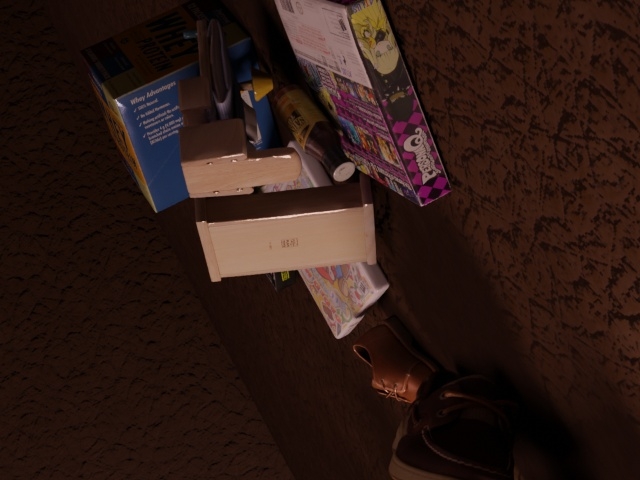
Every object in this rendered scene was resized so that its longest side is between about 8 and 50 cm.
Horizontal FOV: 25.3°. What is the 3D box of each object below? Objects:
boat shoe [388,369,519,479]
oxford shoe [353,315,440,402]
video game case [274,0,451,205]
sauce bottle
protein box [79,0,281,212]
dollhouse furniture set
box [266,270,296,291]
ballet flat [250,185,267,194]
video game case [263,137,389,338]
[{"bbox_3d":[0.145,0.199,1.502,0.342,0.123,0.123,-83,10,-88],"label":"boat shoe"},{"bbox_3d":[0.109,0.178,1.762,0.212,0.076,0.076,46,158,51],"label":"oxford shoe"},{"bbox_3d":[0.035,-0.156,1.414,0.210,0.041,0.232,67,168,-21],"label":"video game case"},{"bbox_3d":[-0.006,-0.112,1.491,0.128,0.042,0.042,53,165,38],"label":"sauce bottle"},{"bbox_3d":[-0.185,-0.186,1.922,0.136,0.199,0.201,51,163,44],"label":"protein box"},{"bbox_3d":[-0.053,-0.148,1.666,0.286,0.198,0.303,83,180,-59],"label":"dollhouse furniture set"},{"bbox_3d":[-0.103,-0.037,2.289,0.191,0.045,0.184,58,165,28],"label":"box"},{"bbox_3d":[-0.080,-0.082,2.041,0.248,0.086,0.086,58,167,18],"label":"ballet flat"},{"bbox_3d":[0.000,0.000,1.874,0.227,0.026,0.206,60,158,12],"label":"video game case"}]
